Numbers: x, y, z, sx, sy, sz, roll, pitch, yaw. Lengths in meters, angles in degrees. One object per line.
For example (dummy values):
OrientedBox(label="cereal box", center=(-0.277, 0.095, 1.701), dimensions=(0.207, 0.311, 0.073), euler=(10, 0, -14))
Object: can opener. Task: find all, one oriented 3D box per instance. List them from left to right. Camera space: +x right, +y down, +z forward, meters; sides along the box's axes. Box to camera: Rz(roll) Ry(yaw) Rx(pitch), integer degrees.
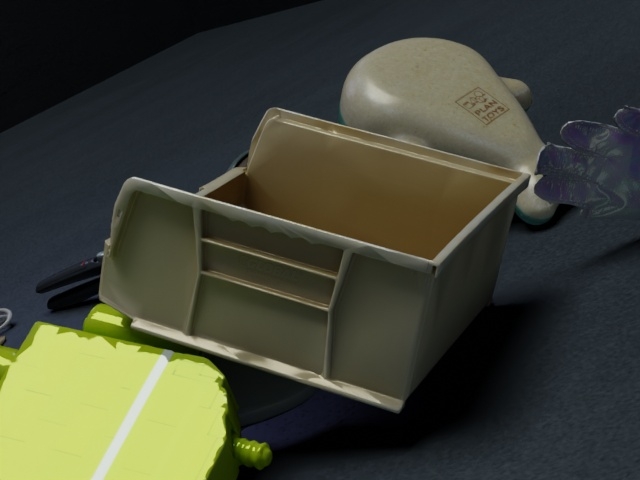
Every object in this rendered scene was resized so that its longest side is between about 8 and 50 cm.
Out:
OrientedBox(label="can opener", center=(-0.269, 0.045, 1.729), dimensions=(0.186, 0.059, 0.073), euler=(-11, 19, 34))

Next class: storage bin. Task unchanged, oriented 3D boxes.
OrientedBox(label="storage bin", center=(0.000, 0.000, 1.152), dimensions=(0.260, 0.123, 0.262), euler=(16, 22, 17))

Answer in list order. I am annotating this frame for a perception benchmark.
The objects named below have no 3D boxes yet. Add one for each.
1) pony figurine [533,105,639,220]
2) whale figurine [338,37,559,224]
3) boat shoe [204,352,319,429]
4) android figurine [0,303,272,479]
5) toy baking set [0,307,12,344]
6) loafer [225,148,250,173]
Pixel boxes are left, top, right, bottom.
OrientedBox(label="pony figurine", center=(0.376, -0.133, 1.168), dimensions=(0.351, 0.303, 0.363), euler=(9, 9, -8))
OrientedBox(label="whale figurine", center=(0.141, -0.091, 1.475), dimensions=(0.272, 0.141, 0.216), euler=(35, 48, 24))
OrientedBox(label="boat shoe", center=(-0.122, 0.137, 1.166), dimensions=(0.267, 0.088, 0.096), euler=(-18, 54, 1))
OrientedBox(label="android figurine", center=(-0.170, 0.152, 1.065), dimensions=(0.272, 0.056, 0.248), euler=(10, 53, 22))
OrientedBox(label="toy baking set", center=(-0.485, 0.124, 1.804), dimensions=(0.196, 0.030, 0.256), euler=(-27, 16, -19))
OrientedBox(label="loafer", center=(-0.085, -0.033, 1.723), dimensions=(0.084, 0.096, 0.267), euler=(9, 31, 26))
